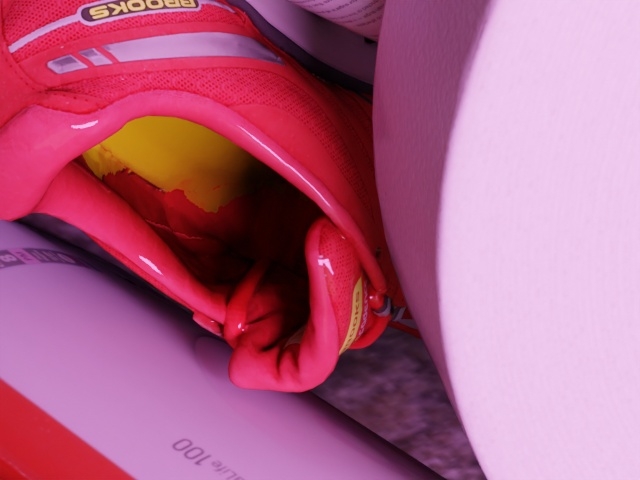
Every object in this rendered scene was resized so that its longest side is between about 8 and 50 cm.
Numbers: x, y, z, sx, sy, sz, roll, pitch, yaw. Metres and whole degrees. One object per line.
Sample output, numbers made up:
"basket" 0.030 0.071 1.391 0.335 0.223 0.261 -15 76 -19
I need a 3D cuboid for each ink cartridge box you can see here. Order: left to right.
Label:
"ink cartridge box" -0.062 0.045 0.531 0.066 0.189 0.232 -57 152 -3

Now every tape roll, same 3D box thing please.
"tape roll" 0.208 -0.042 0.499 0.392 0.072 0.392 -7 124 -11

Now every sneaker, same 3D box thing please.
"sneaker" 0.000 0.000 0.574 0.279 0.118 0.107 25 133 -35

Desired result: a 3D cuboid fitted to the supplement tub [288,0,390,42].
"supplement tub" 0.015 -0.091 0.499 0.107 0.071 0.071 22 134 -33
